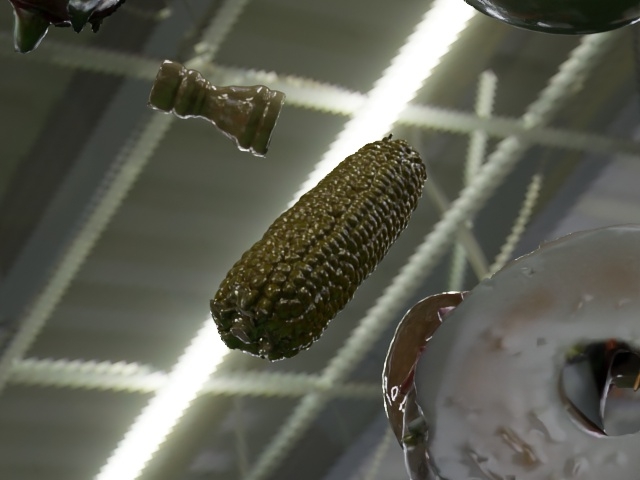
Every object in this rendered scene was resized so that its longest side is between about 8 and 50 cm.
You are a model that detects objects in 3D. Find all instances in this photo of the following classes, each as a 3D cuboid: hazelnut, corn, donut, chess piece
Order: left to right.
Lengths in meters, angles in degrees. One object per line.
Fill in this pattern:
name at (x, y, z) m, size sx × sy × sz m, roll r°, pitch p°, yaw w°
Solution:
chess piece at (-0.099, -0.127, 1.741) m, size 0.122 × 0.066 × 0.066 m, roll 18°, pitch -46°, yaw -3°
corn at (0.004, 0.003, 1.520) m, size 0.260 × 0.091 × 0.091 m, roll -50°, pitch -6°, yaw -40°
hazelnut at (0.163, 0.159, 2.017) m, size 0.214 × 0.214 × 0.176 m, roll 15°, pitch -25°, yaw -43°
donut at (0.253, 0.156, 1.537) m, size 0.382 × 0.382 × 0.142 m, roll -24°, pitch -44°, yaw -2°

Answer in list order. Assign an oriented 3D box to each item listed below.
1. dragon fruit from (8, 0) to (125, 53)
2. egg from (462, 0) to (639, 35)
dragon fruit at (-0.170, -0.226, 1.232) m, size 0.138 × 0.142 × 0.175 m, roll -6°, pitch -29°, yaw -18°
egg at (0.093, -0.148, 0.785) m, size 0.152 × 0.114 × 0.114 m, roll 35°, pitch -64°, yaw -21°
